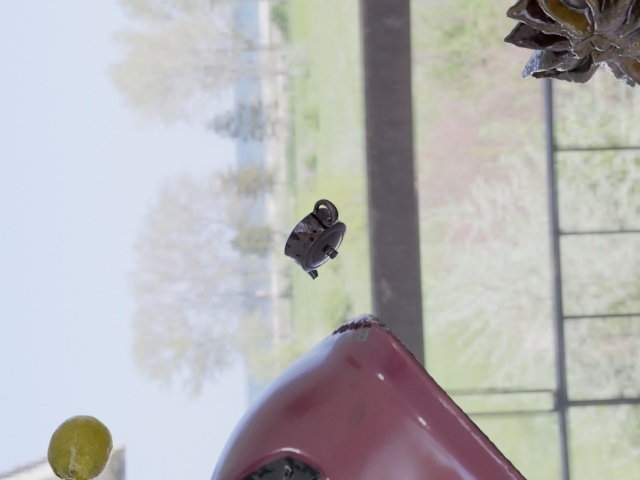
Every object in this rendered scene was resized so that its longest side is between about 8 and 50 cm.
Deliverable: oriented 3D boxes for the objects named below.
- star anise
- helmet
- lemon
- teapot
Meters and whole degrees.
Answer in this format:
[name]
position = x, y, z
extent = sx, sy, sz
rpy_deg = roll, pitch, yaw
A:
[star anise]
position = 0.317, -0.259, 1.490
extent = 0.292, 0.350, 0.109
rpy_deg = 64, -144, -53
[helmet]
position = 0.009, 0.172, 0.708
extent = 0.198, 0.154, 0.253
rpy_deg = 48, 162, 19
[lemon]
position = -0.233, 0.201, 1.281
extent = 0.083, 0.062, 0.062
rpy_deg = -76, -12, -58
[teapot]
position = 0.000, 0.000, 1.335
extent = 0.045, 0.068, 0.100
rpy_deg = 39, 136, 21
